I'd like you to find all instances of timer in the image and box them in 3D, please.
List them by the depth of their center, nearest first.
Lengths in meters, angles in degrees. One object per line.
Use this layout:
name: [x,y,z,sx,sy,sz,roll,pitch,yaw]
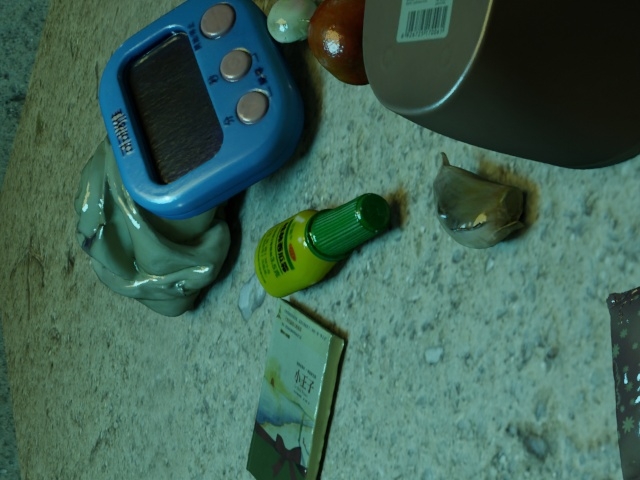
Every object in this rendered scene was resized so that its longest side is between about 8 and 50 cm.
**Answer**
timer: [-0.188,-0.213,1.633,0.309,0.115,0.340,-29,62,13]

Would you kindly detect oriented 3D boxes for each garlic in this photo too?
garlic: [0.168,-0.035,1.150,0.084,0.066,0.152,-55,35,-2]

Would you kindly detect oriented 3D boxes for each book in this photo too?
book: [-0.042,0.247,1.522,0.201,0.026,0.290,27,110,62]

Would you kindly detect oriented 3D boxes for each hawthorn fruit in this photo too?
hawthorn fruit: [0.042,-0.273,1.348,0.140,0.125,0.125,60,140,17]

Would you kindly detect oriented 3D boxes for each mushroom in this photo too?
mushroom: [-0.040,-0.334,1.576,0.083,0.067,0.084,-19,41,18]

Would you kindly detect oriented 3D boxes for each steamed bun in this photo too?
steamed bun: [-0.308,-0.060,1.839,0.367,0.255,0.343,-39,49,51]

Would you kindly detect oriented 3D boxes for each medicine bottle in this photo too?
medicine bottle: [0.000,0.000,1.438,0.309,0.076,0.111,-27,63,57]

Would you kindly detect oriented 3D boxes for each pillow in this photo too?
pillow: [0.291,0.123,0.902,0.118,0.043,0.185,-32,58,59]

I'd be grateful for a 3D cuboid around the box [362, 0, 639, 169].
box: [0.184,-0.219,0.986,0.301,0.216,0.301,-11,77,62]
